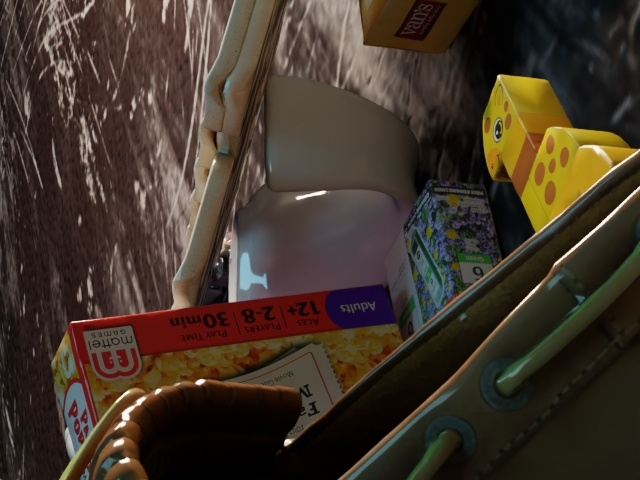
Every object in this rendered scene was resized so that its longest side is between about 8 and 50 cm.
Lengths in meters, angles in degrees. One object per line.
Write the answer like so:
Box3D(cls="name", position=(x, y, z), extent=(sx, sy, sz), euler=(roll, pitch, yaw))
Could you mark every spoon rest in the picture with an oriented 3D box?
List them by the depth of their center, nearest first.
Box3D(cls="spoon rest", position=(0.000, 0.000, 0.880), extent=(0.276, 0.084, 0.137), euler=(108, 162, -70))

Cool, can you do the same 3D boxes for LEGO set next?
Box3D(cls="LEGO set", position=(0.090, 0.000, 0.574), extent=(0.093, 0.087, 0.227), euler=(-108, 30, -49))

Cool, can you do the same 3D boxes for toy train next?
Box3D(cls="toy train", position=(-0.059, 0.012, 1.096), extent=(0.158, 0.027, 0.036), euler=(140, 135, -64))

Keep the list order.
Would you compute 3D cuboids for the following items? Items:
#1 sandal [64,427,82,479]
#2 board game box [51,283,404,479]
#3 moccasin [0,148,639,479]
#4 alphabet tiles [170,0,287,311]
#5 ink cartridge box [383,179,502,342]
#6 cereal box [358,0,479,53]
Box3D(cls="sandal", position=(-0.056, 0.133, 0.930), extent=(0.169, 0.102, 0.416), euler=(61, 175, -3))
Box3D(cls="board game box", position=(-0.015, 0.118, 0.704), extent=(0.045, 0.147, 0.193), euler=(-57, 46, 54))
Box3D(cls="moccasin", position=(-0.024, 0.093, 0.509), extent=(0.380, 0.147, 0.139), euler=(-31, 11, 27))
Box3D(cls="alphabet tiles", position=(-0.036, -0.085, 0.830), extent=(0.284, 0.021, 0.278), euler=(114, 171, -74))
Box3D(cls="ink cartridge box", position=(0.058, 0.038, 0.744), extent=(0.063, 0.029, 0.115), euler=(117, 152, -49))
Box3D(cls="cereal box", position=(0.055, -0.232, 0.788), extent=(0.173, 0.047, 0.240), euler=(125, 146, -58))
